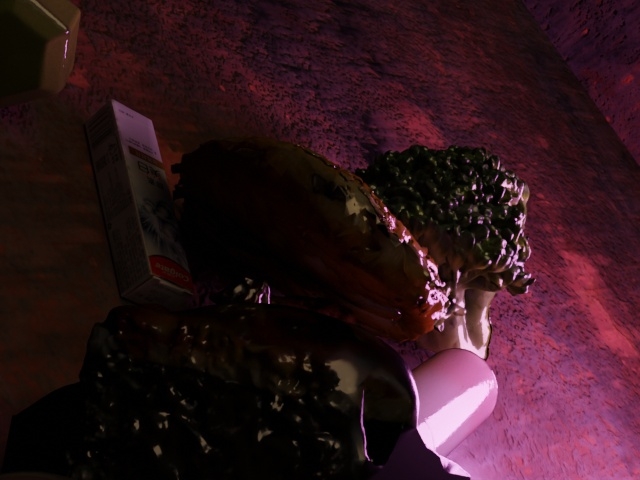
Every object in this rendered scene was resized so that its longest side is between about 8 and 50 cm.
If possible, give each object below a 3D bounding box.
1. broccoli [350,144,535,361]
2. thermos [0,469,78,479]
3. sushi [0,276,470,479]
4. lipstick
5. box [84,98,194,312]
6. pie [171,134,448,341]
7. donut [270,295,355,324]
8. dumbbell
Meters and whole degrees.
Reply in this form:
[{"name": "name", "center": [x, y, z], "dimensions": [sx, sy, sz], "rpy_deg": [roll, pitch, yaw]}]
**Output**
[{"name": "broccoli", "center": [0.107, 0.020, 1.581], "dimensions": [0.288, 0.248, 0.245], "rpy_deg": [-47, 133, -75]}, {"name": "thermos", "center": [-0.183, 0.268, 0.772], "dimensions": [0.265, 0.146, 0.176], "rpy_deg": [-63, 136, -55]}, {"name": "sushi", "center": [-0.050, 0.134, 0.982], "dimensions": [0.227, 0.212, 0.215], "rpy_deg": [11, 2, 35]}, {"name": "lipstick", "center": [0.078, 0.178, 1.379], "dimensions": [0.087, 0.087, 0.327], "rpy_deg": [53, 24, 6]}, {"name": "box", "center": [-0.164, -0.032, 1.324], "dimensions": [0.055, 0.039, 0.218], "rpy_deg": [27, 33, -43]}, {"name": "pie", "center": [-0.001, 0.001, 1.342], "dimensions": [0.308, 0.085, 0.308], "rpy_deg": [28, -13, 7]}, {"name": "donut", "center": [-0.052, 0.110, 1.227], "dimensions": [0.151, 0.112, 0.295], "rpy_deg": [45, 24, -18]}, {"name": "dumbbell", "center": [-0.260, -0.236, 1.366], "dimensions": [0.302, 0.121, 0.108], "rpy_deg": [-88, 162, -56]}]
